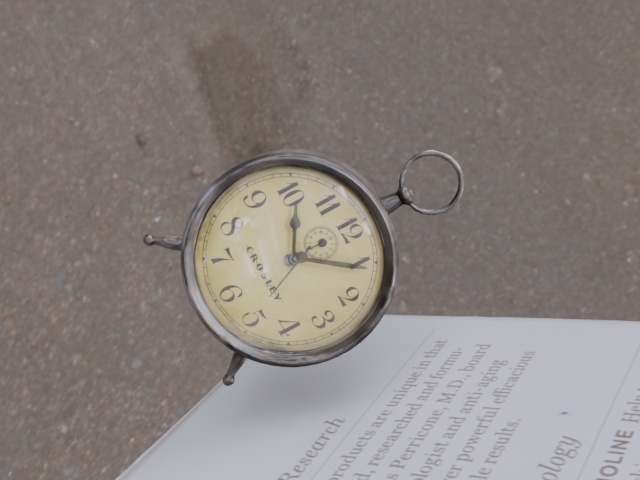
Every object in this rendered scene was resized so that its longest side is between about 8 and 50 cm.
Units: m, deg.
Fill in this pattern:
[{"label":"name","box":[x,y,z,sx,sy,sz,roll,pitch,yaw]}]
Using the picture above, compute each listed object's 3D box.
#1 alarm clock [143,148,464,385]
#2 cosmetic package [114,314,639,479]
[{"label":"alarm clock","box":[0.000,0.000,0.586,0.129,0.192,0.064,62,10,-7]},{"label":"cosmetic package","box":[0.102,0.262,0.591,0.327,0.394,0.329,-42,123,-50]}]
